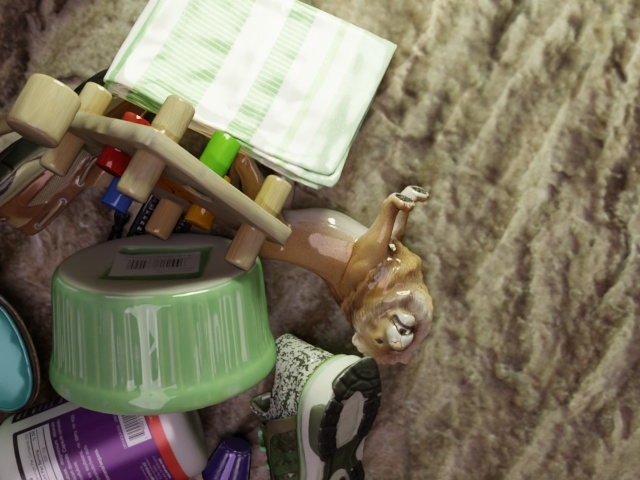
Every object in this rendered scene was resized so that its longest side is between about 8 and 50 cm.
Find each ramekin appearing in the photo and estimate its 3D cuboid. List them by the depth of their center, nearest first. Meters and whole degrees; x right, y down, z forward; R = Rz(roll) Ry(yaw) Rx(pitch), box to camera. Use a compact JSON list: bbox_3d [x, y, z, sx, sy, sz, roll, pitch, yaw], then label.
[{"bbox_3d":[-0.212,0.095,1.134,0.303,0.303,0.148,0,107,2],"label":"ramekin"}]

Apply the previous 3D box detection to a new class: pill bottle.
[{"bbox_3d":[-0.338,0.307,1.235,0.323,0.181,0.181,-21,103,-4],"label":"pill bottle"}]

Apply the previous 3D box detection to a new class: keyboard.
[{"bbox_3d":[-0.267,0.003,1.261,0.108,0.023,0.180,30,103,-6],"label":"keyboard"}]

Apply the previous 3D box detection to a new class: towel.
[{"bbox_3d":[-0.087,-0.231,1.124,0.325,0.038,0.248,24,71,-2],"label":"towel"}]

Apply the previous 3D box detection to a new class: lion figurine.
[{"bbox_3d":[0.000,0.000,1.210,0.392,0.142,0.240,29,112,9],"label":"lion figurine"}]

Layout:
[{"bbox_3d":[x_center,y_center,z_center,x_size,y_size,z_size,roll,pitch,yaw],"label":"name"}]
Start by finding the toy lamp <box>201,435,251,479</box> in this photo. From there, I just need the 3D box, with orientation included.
[{"bbox_3d":[-0.174,0.436,1.346,0.080,0.080,0.275,21,107,-4],"label":"toy lamp"}]

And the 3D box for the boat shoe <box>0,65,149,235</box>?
[{"bbox_3d":[-0.325,-0.131,1.187,0.324,0.122,0.120,-37,123,4],"label":"boat shoe"}]

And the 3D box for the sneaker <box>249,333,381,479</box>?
[{"bbox_3d":[-0.033,0.308,1.297,0.182,0.158,0.410,34,123,35],"label":"sneaker"}]

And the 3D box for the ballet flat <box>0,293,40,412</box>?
[{"bbox_3d":[-0.520,0.091,1.245,0.123,0.123,0.348,-29,105,9],"label":"ballet flat"}]

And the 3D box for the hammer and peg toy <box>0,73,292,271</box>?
[{"bbox_3d":[-0.226,-0.108,1.027,0.361,0.266,0.127,37,76,-43],"label":"hammer and peg toy"}]
